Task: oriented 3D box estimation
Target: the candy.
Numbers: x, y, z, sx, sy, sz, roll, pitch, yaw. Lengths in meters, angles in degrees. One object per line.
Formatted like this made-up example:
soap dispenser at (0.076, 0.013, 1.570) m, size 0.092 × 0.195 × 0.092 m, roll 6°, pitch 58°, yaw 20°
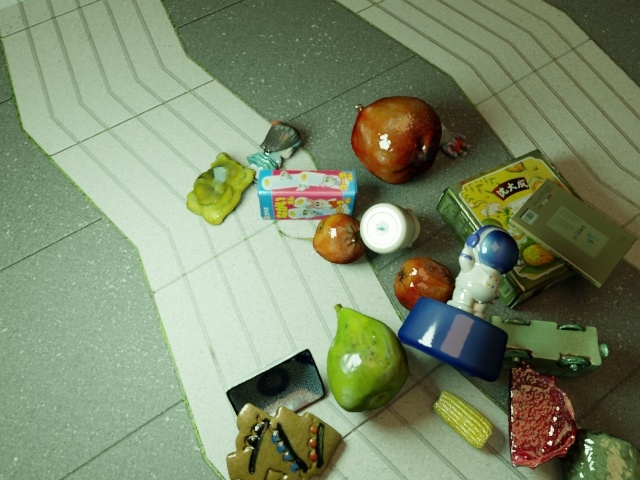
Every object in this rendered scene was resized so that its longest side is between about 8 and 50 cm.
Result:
candy at (-0.043, -0.144, 1.617) m, size 0.306 × 0.157 × 0.100 m, roll -1°, pitch 62°, yaw -1°

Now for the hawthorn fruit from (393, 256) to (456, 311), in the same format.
hawthorn fruit at (0.305, 0.133, 1.491) m, size 0.179 × 0.173 × 0.173 m, roll -1°, pitch 59°, yaw -32°

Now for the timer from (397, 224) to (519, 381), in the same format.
timer at (0.393, 0.139, 1.313) m, size 0.271 × 0.270 × 0.383 m, roll 23°, pitch 86°, yaw 10°

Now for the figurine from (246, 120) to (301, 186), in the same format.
figurine at (-0.172, -0.304, 1.728) m, size 0.138 × 0.110 × 0.245 m, roll 32°, pitch 74°, yaw 18°

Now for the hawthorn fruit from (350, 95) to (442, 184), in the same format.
hawthorn fruit at (0.242, -0.327, 1.661) m, size 0.312 × 0.295 × 0.295 m, roll 14°, pitch 57°, yaw 45°

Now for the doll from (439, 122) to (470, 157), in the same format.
doll at (0.420, -0.370, 1.796) m, size 0.228 × 0.075 × 0.102 m, roll 30°, pitch 75°, yaw 0°

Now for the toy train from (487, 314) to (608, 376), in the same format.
toy train at (0.612, 0.298, 1.404) m, size 0.327 × 0.159 × 0.129 m, roll 6°, pitch 60°, yaw 6°

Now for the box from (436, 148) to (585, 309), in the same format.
box at (0.641, -0.046, 1.596) m, size 0.373 × 0.138 × 0.420 m, roll -23°, pitch 66°, yaw -13°

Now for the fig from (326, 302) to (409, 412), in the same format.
fig at (0.108, 0.291, 1.353) m, size 0.233 × 0.233 × 0.313 m, roll -13°, pitch 70°, yaw -8°

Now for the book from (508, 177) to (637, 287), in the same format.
book at (0.748, -0.030, 1.502) m, size 0.310 × 0.021 × 0.217 m, roll 41°, pitch 68°, yaw 17°

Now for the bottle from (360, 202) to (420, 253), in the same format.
bottle at (0.229, -0.037, 1.541) m, size 0.148 × 0.237 × 0.147 m, roll 1°, pitch 92°, yaw 28°

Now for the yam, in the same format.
yam at (0.694, 0.619, 1.218) m, size 0.195 × 0.195 × 0.299 m, roll 6°, pitch 63°, yaw 2°

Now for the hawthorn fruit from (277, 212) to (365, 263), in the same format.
hawthorn fruit at (0.000, 0.000, 1.570) m, size 0.286 × 0.165 × 0.165 m, roll -6°, pitch 58°, yaw 29°

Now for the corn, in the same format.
corn at (0.381, 0.477, 1.357) m, size 0.165 × 0.063 × 0.085 m, roll 36°, pitch 91°, yaw 18°

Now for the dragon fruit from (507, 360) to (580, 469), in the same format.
dragon fruit at (0.549, 0.454, 1.303) m, size 0.163 × 0.189 × 0.261 m, roll 11°, pitch 63°, yaw -7°

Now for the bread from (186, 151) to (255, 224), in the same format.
bread at (-0.335, -0.174, 1.648) m, size 0.161 × 0.088 × 0.232 m, roll 29°, pitch 86°, yaw 25°

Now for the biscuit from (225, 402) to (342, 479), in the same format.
biscuit at (-0.088, 0.531, 1.285) m, size 0.302 × 0.043 × 0.277 m, roll -14°, pitch 84°, yaw -17°

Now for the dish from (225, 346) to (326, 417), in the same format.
dish at (-0.124, 0.390, 1.360) m, size 0.243 × 0.181 × 0.080 m, roll -26°, pitch 28°, yaw -14°
